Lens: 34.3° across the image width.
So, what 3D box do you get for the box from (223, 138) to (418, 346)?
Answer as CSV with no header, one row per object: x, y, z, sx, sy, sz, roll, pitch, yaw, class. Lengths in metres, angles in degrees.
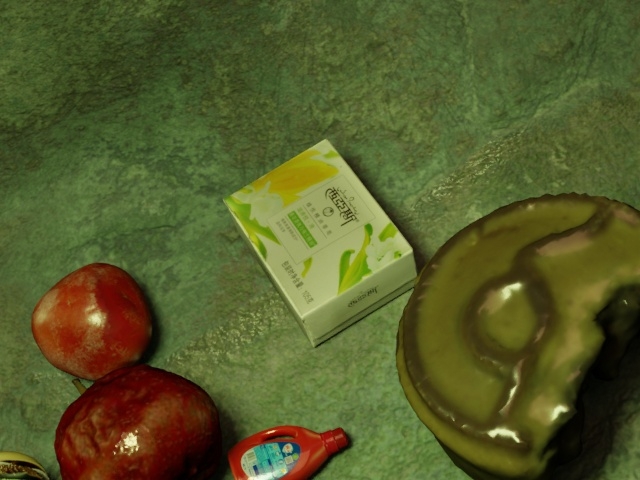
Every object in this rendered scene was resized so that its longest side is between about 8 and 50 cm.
0.000,0.000,1.575,0.194,0.111,0.260,-32,56,-8,box

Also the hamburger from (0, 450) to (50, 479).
-0.442,0.367,1.426,0.175,0.175,0.137,-29,45,-6,hamburger

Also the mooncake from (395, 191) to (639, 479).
0.302,0.140,1.349,0.393,0.246,0.394,-7,55,15,mooncake

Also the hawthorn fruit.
-0.265,0.271,1.424,0.266,0.210,0.230,29,82,41,hawthorn fruit

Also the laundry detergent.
-0.042,0.297,1.442,0.165,0.049,0.097,-22,54,-4,laundry detergent

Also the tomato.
-0.344,0.125,1.554,0.187,0.151,0.187,-5,64,10,tomato
